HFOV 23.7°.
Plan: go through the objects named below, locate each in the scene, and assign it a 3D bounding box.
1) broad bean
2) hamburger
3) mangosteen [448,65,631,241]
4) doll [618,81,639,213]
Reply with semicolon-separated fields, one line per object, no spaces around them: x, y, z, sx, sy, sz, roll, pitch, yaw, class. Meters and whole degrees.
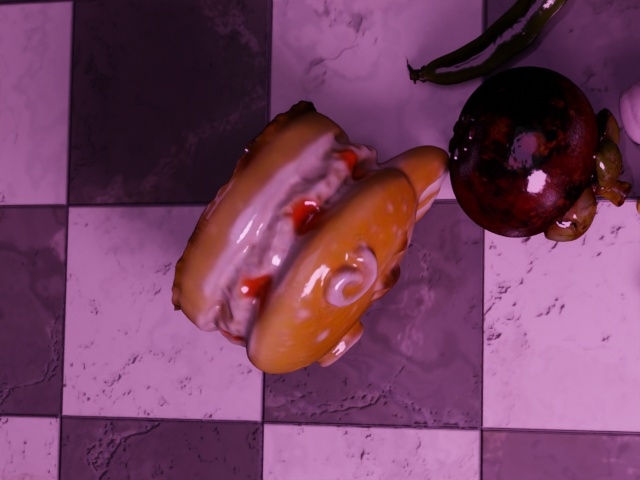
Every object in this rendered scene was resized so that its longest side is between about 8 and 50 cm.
0.196;-0.231;1.670;0.227;0.039;0.069;-32;72;12;broad bean
0.000;0.000;1.612;0.186;0.261;0.302;31;53;11;hamburger
0.232;-0.086;1.591;0.200;0.200;0.199;-1;85;16;mangosteen
0.393;-0.208;1.583;0.160;0.094;0.365;2;86;19;doll
